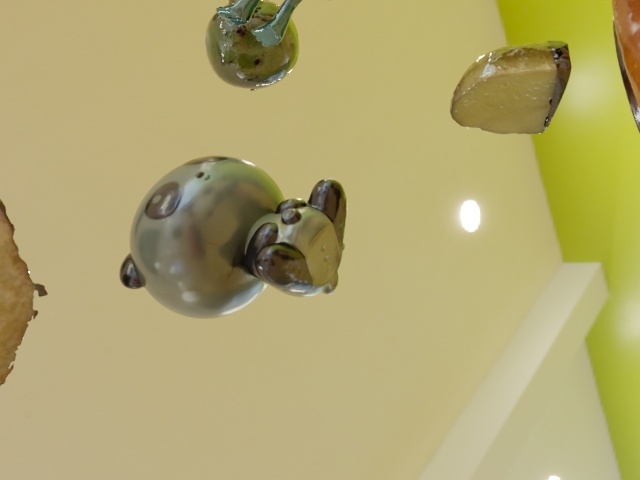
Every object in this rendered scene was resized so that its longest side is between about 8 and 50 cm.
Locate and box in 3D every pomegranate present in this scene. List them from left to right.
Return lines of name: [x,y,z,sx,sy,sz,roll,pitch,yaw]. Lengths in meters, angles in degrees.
pomegranate: [-0.107,-0.300,1.163,0.148,0.148,0.169,-40,-68,-45]

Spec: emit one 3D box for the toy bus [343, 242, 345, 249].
toy bus: [0.000,0.000,1.328,0.083,0.038,0.046,41,-155,-18]

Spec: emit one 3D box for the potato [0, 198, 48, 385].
potato: [-0.466,0.030,0.874,0.289,0.237,0.300,-30,-59,-14]

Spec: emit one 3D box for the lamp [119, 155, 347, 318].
lamp: [-0.097,-0.002,0.910,0.198,0.244,0.197,-9,-79,-55]

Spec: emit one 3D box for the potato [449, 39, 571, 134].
potato: [0.176,-0.154,0.783,0.096,0.103,0.066,97,173,-56]

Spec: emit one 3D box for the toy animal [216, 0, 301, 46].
toy animal: [-0.010,-0.244,0.623,0.103,0.100,0.208,51,-128,-33]

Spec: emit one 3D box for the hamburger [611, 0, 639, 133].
hamburger: [0.457,-0.172,0.805,0.330,0.250,0.330,29,-129,-43]
